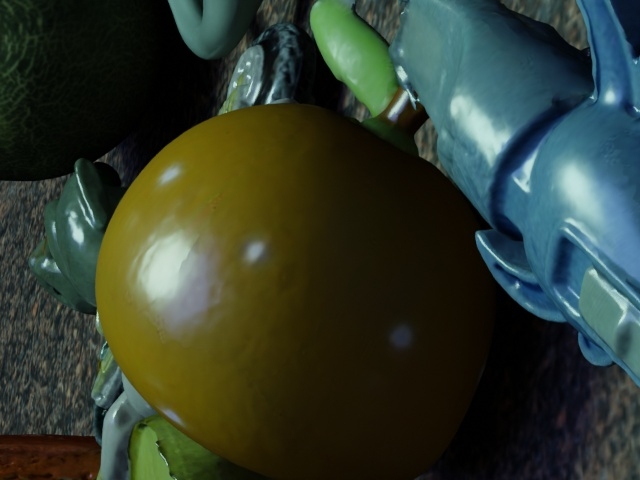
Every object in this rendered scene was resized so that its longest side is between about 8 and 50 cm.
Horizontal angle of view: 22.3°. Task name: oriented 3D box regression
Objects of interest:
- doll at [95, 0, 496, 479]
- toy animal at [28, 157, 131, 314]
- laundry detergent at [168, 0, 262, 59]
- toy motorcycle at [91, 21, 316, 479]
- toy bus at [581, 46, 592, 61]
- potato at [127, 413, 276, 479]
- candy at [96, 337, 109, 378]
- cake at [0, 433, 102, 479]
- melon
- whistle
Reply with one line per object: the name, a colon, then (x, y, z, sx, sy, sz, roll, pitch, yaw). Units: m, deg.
doll: (0.000, 0.000, 0.820, 0.236, 0.213, 0.213, -64, 27, 7)
toy animal: (-0.180, 0.019, 1.307, 0.236, 0.108, 0.138, 132, 135, -53)
laundry detergent: (-0.064, -0.241, 1.133, 0.215, 0.105, 0.280, -69, 29, 26)
toy motorcycle: (-0.073, 0.035, 1.065, 0.340, 0.108, 0.223, -62, 24, 24)
toy bus: (0.145, -0.069, 0.688, 0.083, 0.046, 0.038, -31, 56, 57)
potato: (-0.030, 0.215, 0.912, 0.160, 0.111, 0.271, 103, 151, -46)
candy: (-0.153, 0.105, 1.278, 0.182, 0.046, 0.053, 109, 173, -65)
cake: (-0.215, 0.222, 1.175, 0.159, 0.262, 0.158, -4, 83, 46)
melon: (-0.242, -0.168, 1.316, 0.301, 0.237, 0.237, -64, -14, -80)
whistle: (0.111, -0.021, 0.637, 0.269, 0.093, 0.180, 54, 152, 39)
